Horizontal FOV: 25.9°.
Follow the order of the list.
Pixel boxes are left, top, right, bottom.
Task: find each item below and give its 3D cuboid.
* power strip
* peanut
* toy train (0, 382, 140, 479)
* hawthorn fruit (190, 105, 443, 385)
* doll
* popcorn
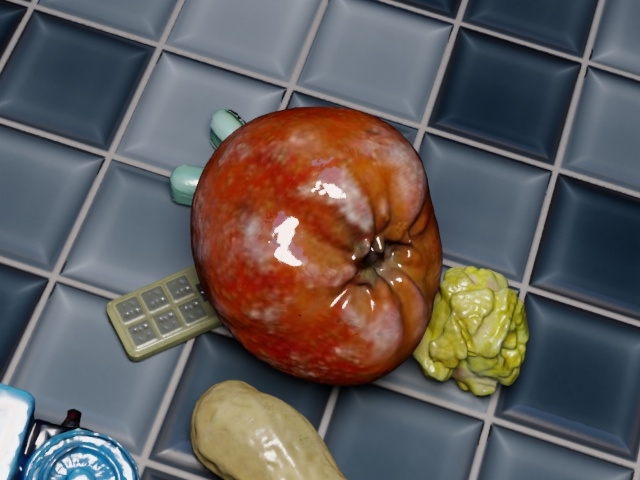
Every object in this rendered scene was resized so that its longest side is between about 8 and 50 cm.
[{"bbox_3d":[-0.145,0.068,1.517,0.169,0.028,0.076,-24,66,-17],"label":"power strip"},{"bbox_3d":[-0.033,0.253,1.390,0.125,0.111,0.274,-40,68,-7],"label":"peanut"},{"bbox_3d":[-0.313,0.277,1.277,0.265,0.188,0.300,16,69,-6],"label":"toy train"},{"bbox_3d":[0.000,0.000,1.406,0.284,0.284,0.284,2,62,-4],"label":"hawthorn fruit"},{"bbox_3d":[-0.086,-0.058,1.573,0.158,0.059,0.159,22,61,6],"label":"doll"},{"bbox_3d":[0.156,0.095,1.469,0.126,0.145,0.126,-1,68,2],"label":"popcorn"}]
